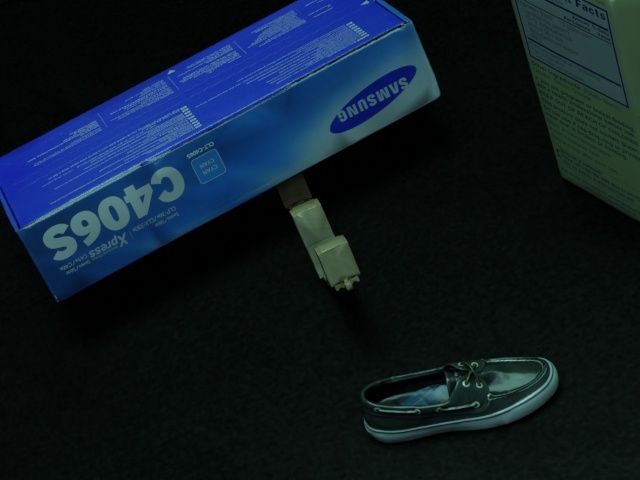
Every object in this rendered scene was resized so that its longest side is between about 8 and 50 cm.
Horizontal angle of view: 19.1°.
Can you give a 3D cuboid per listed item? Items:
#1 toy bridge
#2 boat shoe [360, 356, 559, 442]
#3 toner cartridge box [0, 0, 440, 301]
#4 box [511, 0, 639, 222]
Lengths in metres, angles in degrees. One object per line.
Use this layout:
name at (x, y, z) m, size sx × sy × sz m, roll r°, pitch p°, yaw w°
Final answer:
toy bridge at (0.000, 0.000, 1.454) m, size 0.026 × 0.063 × 0.188 m, roll -24°, pitch 25°, yaw -3°
boat shoe at (0.096, 0.107, 1.337) m, size 0.142 × 0.040 × 0.049 m, roll -16°, pitch 44°, yaw 7°
toner cartridge box at (-0.091, -0.088, 1.542) m, size 0.348 × 0.075 × 0.165 m, roll -28°, pitch 28°, yaw -6°
box at (0.264, -0.167, 1.388) m, size 0.213 × 0.243 × 0.117 m, roll -40°, pitch 47°, yaw -16°
